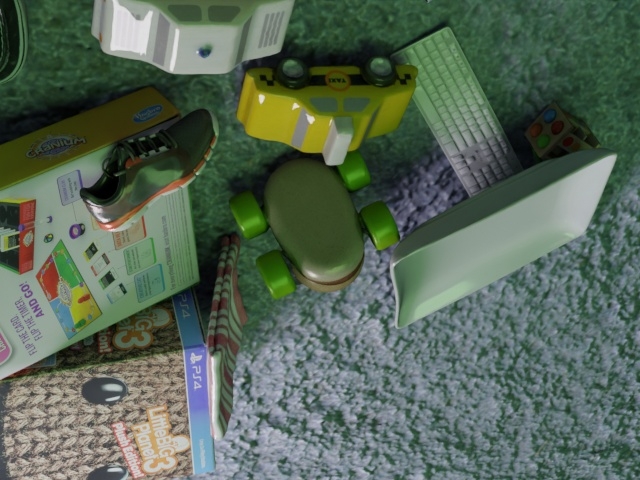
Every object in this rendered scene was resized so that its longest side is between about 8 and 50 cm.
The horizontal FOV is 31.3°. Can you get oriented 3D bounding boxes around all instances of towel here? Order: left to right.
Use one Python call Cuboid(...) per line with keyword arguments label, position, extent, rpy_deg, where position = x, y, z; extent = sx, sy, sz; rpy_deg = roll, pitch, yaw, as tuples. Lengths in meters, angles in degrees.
Cuboid(label="towel", position=(-0.106, 0.108, 1.305), extent=(0.029, 0.197, 0.144), rpy_deg=(2, 132, 1))

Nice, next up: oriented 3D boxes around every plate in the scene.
Cuboid(label="plate", position=(0.200, -0.007, 1.341), extent=(0.277, 0.045, 0.278), rpy_deg=(-26, 161, -4))

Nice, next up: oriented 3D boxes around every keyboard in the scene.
Cuboid(label="keyboard", position=(0.160, -0.138, 1.301), extent=(0.072, 0.014, 0.256), rpy_deg=(-30, 133, 8))

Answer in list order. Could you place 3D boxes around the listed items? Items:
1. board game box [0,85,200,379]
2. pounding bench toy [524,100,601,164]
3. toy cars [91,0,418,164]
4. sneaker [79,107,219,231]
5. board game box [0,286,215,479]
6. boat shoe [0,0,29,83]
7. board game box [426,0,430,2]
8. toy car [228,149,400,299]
Cuboid(label="board game box", position=(-0.281, 0.007, 1.167), extent=(0.316, 0.064, 0.242), rpy_deg=(-26, 138, -26))
Cuboid(label="pounding bench toy", position=(0.270, -0.109, 1.338), extent=(0.065, 0.052, 0.083), rpy_deg=(25, 119, -35))
Cuboid(label="toy cars", position=(-0.048, -0.159, 1.110), extent=(0.176, 0.087, 0.393), rpy_deg=(-29, 147, 26))
Cuboid(label="sneaker", position=(-0.166, -0.076, 1.104), extent=(0.158, 0.061, 0.065), rpy_deg=(-45, 136, -5))
Cuboid(label="board game box", position=(-0.280, 0.175, 1.341), extent=(0.291, 0.141, 0.232), rpy_deg=(-9, 133, -11))
Cuboid(label="boat shoe", position=(-0.330, -0.242, 0.974), extent=(0.108, 0.102, 0.301), rpy_deg=(-17, 134, -4))
Cuboid(label="board game box", position=(0.071, -0.317, 1.016), extent=(0.060, 0.194, 0.194), rpy_deg=(-28, 148, 6))
Cuboid(label="toy car", position=(0.000, 0.000, 1.318), extent=(0.155, 0.149, 0.188), rpy_deg=(-25, 161, -2))
